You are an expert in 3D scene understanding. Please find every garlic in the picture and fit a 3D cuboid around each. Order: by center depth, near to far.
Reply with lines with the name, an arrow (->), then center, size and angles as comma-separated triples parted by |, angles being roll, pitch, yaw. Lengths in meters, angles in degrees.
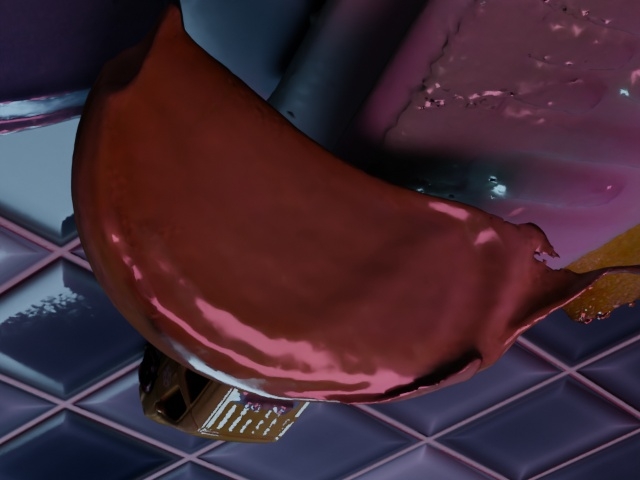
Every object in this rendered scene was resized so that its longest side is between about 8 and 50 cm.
garlic -> 0.004, 0.015, 0.952 | 0.338, 0.151, 0.196 | 28, 128, -6

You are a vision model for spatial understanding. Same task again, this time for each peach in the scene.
peach -> 0.253, -0.032, 1.254 | 0.189, 0.068, 0.279 | 1, 145, -23

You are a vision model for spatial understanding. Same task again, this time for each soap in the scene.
soap -> 0.165, -0.152, 0.984 | 0.261, 0.156, 0.446 | 7, 141, -23

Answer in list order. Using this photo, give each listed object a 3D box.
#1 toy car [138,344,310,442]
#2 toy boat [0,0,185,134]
toy car -> -0.061, 0.099, 1.309 | 0.101, 0.124, 0.256 | 10, 140, -25
toy boat -> -0.203, -0.113, 1.001 | 0.238, 0.109, 0.098 | -8, 170, -11
